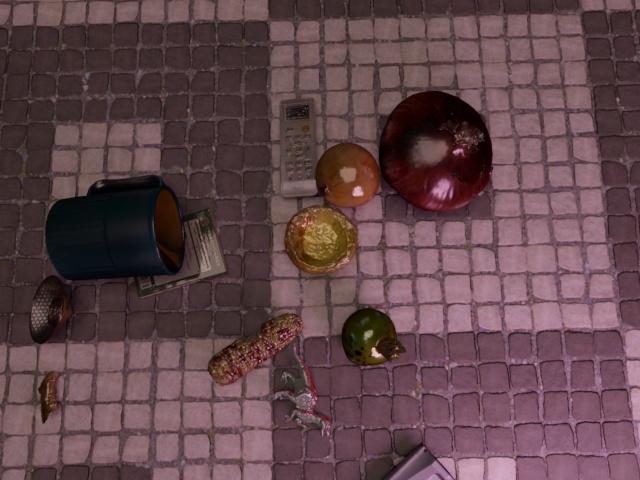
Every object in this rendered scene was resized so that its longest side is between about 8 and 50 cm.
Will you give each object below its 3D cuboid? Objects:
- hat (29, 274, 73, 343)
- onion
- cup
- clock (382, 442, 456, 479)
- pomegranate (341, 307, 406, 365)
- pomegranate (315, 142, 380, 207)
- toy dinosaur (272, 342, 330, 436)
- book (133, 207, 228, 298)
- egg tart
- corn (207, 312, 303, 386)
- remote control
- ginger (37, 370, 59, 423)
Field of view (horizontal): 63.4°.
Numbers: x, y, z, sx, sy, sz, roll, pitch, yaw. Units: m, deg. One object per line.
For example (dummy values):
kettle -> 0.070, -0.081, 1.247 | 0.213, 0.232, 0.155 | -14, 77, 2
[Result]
hat -> -0.738, 0.199, 1.464 | 0.193, 0.082, 0.193 | -14, 68, 37
onion -> 0.337, -0.258, 1.432 | 0.347, 0.285, 0.348 | 3, 81, -17
cup -> -0.546, -0.044, 1.397 | 0.292, 0.242, 0.308 | -6, 82, 3
clock -> 0.284, 0.688, 1.363 | 0.186, 0.083, 0.253 | -42, 82, -7
pomegranate -> 0.143, 0.268, 1.389 | 0.159, 0.205, 0.159 | -5, 101, -30
pomegranate -> 0.076, -0.181, 1.466 | 0.191, 0.191, 0.191 | 0, 80, 0
toy dinosaur -> -0.044, 0.409, 1.431 | 0.167, 0.053, 0.242 | 7, 79, 0
book -> -0.423, 0.037, 1.513 | 0.264, 0.027, 0.202 | -17, 79, -2
egg tart -> -0.001, -0.001, 1.487 | 0.212, 0.090, 0.213 | 0, 82, 0
corn -> -0.177, 0.292, 1.429 | 0.290, 0.098, 0.098 | -35, 81, -7
remote control -> -0.065, -0.278, 1.560 | 0.109, 0.055, 0.313 | -3, 75, 7
ginger -> -0.752, 0.435, 1.436 | 0.057, 0.044, 0.137 | -27, 66, 40
